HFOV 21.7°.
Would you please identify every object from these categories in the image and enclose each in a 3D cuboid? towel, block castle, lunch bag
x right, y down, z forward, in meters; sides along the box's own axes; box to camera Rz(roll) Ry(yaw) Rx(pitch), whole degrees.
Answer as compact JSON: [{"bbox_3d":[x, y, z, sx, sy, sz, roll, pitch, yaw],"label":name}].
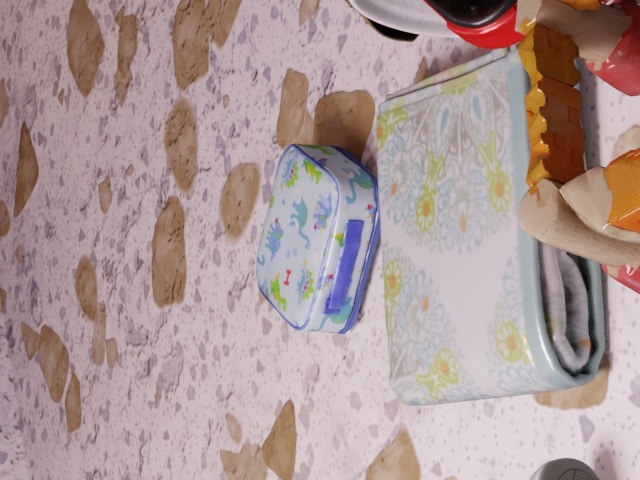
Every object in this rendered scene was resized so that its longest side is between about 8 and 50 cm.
[{"bbox_3d":[0.174,-0.016,1.811,0.320,0.090,0.374,-18,72,62],"label":"towel"},{"bbox_3d":[0.371,-0.158,1.356,0.453,0.213,0.303,-34,47,48],"label":"block castle"},{"bbox_3d":[0.000,0.000,2.107,0.176,0.090,0.219,42,124,55],"label":"lunch bag"}]

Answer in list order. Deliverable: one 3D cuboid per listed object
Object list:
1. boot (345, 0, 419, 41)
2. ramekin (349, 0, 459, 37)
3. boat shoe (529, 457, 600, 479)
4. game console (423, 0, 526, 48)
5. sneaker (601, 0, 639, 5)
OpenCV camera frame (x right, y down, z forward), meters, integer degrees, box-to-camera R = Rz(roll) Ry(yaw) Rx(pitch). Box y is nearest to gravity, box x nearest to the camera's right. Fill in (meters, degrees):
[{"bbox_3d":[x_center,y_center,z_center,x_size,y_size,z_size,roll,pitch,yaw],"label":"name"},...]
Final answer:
[{"bbox_3d":[0.040,-0.313,1.871,0.112,0.305,0.115,-29,62,28],"label":"boot"},{"bbox_3d":[0.136,-0.301,1.785,0.207,0.207,0.109,-15,65,59],"label":"ramekin"},{"bbox_3d":[0.235,0.375,1.645,0.103,0.118,0.320,-11,85,55],"label":"boat shoe"},{"bbox_3d":[0.151,-0.408,1.617,0.342,0.060,0.386,-54,55,17],"label":"game console"},{"bbox_3d":[0.315,-0.295,1.582,0.088,0.093,0.225,47,130,23],"label":"sneaker"}]
